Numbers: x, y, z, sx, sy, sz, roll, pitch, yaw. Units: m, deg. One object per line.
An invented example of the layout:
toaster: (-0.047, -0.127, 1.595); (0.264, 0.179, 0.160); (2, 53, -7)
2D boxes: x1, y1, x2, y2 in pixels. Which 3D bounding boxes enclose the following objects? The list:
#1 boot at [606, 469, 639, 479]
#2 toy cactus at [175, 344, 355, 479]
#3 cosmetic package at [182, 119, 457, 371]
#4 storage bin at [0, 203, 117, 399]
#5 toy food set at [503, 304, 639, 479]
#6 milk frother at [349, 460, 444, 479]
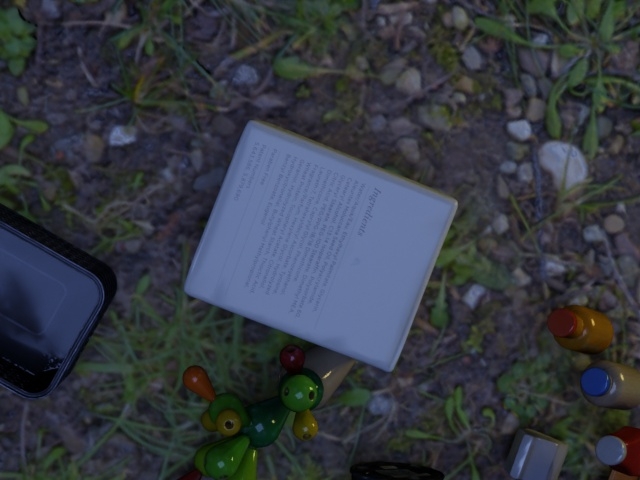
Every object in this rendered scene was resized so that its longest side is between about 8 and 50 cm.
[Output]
boot: (0.328, 0.238, 1.224); (0.152, 0.073, 0.197); (29, 73, 16)
toy cactus: (-0.045, 0.139, 1.177); (0.112, 0.219, 0.180); (43, 51, 11)
cosmetic package: (0.000, 0.000, 1.157); (0.183, 0.151, 0.151); (22, 94, -1)
storage bin: (-0.280, 0.042, 1.190); (0.180, 0.084, 0.122); (30, 94, -2)
toy food set: (0.214, 0.176, 1.177); (0.111, 0.104, 0.232); (21, 92, 29)
milk frother: (0.089, 0.270, 1.183); (0.129, 0.143, 0.135); (3, 92, -8)
